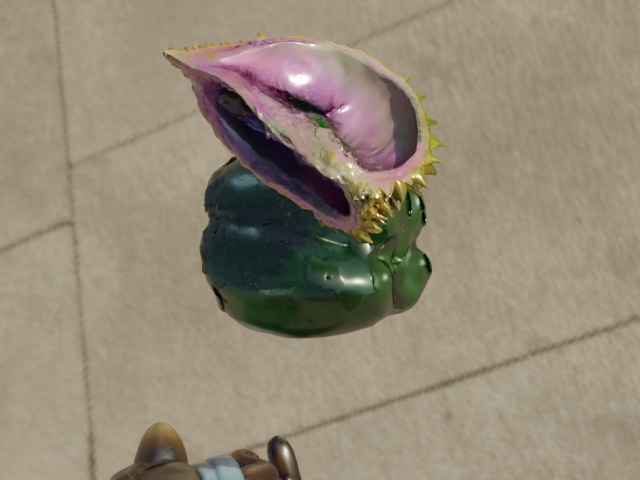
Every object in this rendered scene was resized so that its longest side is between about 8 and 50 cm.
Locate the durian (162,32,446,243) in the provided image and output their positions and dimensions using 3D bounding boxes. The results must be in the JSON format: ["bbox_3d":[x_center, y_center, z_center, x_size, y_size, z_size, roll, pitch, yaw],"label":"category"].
[{"bbox_3d":[0.006,-0.115,1.322,0.186,0.154,0.260,-36,70,-5],"label":"durian"}]

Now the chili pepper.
[{"bbox_3d":[0.000,0.000,1.621,0.256,0.248,0.233,4,106,31],"label":"chili pepper"}]

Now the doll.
[{"bbox_3d":[-0.140,0.384,1.703,0.209,0.339,0.318,-36,49,38],"label":"doll"}]
